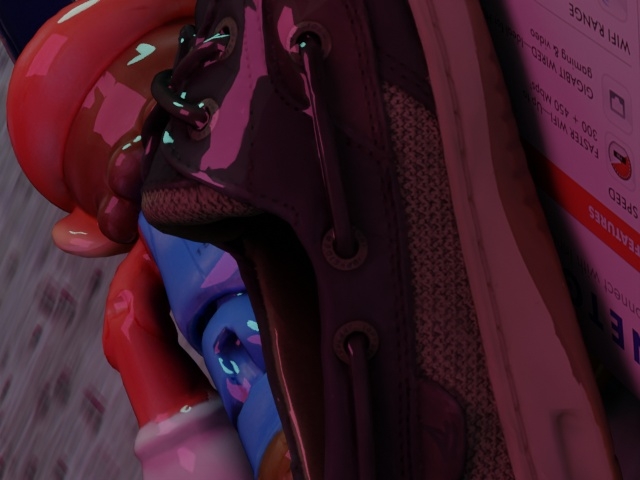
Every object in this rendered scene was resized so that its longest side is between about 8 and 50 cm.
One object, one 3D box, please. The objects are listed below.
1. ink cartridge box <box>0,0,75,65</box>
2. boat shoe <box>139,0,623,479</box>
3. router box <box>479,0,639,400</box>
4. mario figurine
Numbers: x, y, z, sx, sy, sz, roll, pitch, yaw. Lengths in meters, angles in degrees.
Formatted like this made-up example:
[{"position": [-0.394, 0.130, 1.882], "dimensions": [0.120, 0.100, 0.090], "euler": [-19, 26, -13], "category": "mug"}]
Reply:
[{"position": [-0.172, -0.155, 1.026], "dimensions": [0.045, 0.223, 0.224], "euler": [-28, 31, -4], "category": "ink cartridge box"}, {"position": [-0.003, -0.023, 0.496], "dimensions": [0.103, 0.092, 0.285], "euler": [157, 94, -76], "category": "boat shoe"}, {"position": [0.040, -0.158, 0.516], "dimensions": [0.335, 0.082, 0.301], "euler": [-130, 25, -52], "category": "router box"}, {"position": [0.000, 0.000, 0.714], "dimensions": [0.320, 0.198, 0.170], "euler": [-130, 23, -53], "category": "mario figurine"}]
